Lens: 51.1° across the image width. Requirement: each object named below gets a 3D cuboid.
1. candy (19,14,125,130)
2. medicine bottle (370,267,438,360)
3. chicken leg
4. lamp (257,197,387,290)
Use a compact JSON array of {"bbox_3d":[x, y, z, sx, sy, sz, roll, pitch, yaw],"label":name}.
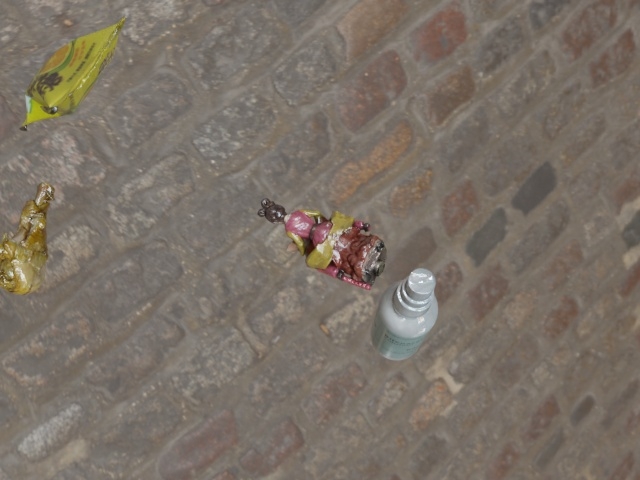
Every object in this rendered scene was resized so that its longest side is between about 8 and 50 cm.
[{"bbox_3d":[-0.399,-0.256,1.061,0.081,0.297,0.187,39,75,-31],"label":"candy"},{"bbox_3d":[0.160,0.133,1.246,0.110,0.110,0.352,-40,163,-16],"label":"medicine bottle"},{"bbox_3d":[-0.506,-0.009,1.146,0.101,0.085,0.207,35,54,-49],"label":"chicken leg"},{"bbox_3d":[0.000,0.000,1.243,0.118,0.253,0.118,-46,147,-42],"label":"lamp"}]
